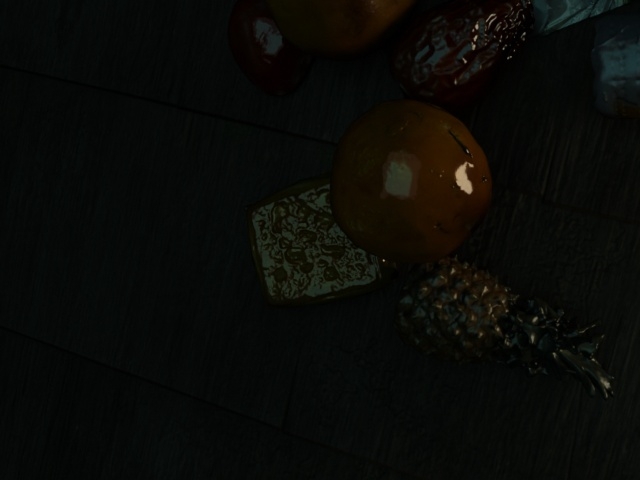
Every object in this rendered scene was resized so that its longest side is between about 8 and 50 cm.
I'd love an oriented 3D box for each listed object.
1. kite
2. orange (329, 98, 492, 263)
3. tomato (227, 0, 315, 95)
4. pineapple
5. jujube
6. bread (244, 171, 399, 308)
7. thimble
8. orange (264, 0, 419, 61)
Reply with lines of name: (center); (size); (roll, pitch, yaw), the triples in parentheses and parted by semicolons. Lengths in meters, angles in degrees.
kite: (0.441, -0.401, 1.413); (0.309, 0.015, 0.169); (1, 92, 23)
orange: (0.133, -0.087, 1.374); (0.246, 0.246, 0.246); (1, 91, 21)
tomato: (-0.093, -0.344, 1.580); (0.174, 0.082, 0.166); (35, 104, 14)
pineapple: (0.289, 0.137, 1.409); (0.340, 0.169, 0.169); (20, 98, 17)
jujube: (0.219, -0.295, 1.427); (0.236, 0.168, 0.168); (-38, 78, 8)
bread: (0.000, 0.000, 1.547); (0.235, 0.099, 0.211); (-15, 88, 15)
thimble: (0.456, -0.252, 1.349); (0.117, 0.127, 0.151); (1, 91, 22)
orange: (0.031, -0.409, 1.437); (0.261, 0.261, 0.261); (1, 91, 21)
